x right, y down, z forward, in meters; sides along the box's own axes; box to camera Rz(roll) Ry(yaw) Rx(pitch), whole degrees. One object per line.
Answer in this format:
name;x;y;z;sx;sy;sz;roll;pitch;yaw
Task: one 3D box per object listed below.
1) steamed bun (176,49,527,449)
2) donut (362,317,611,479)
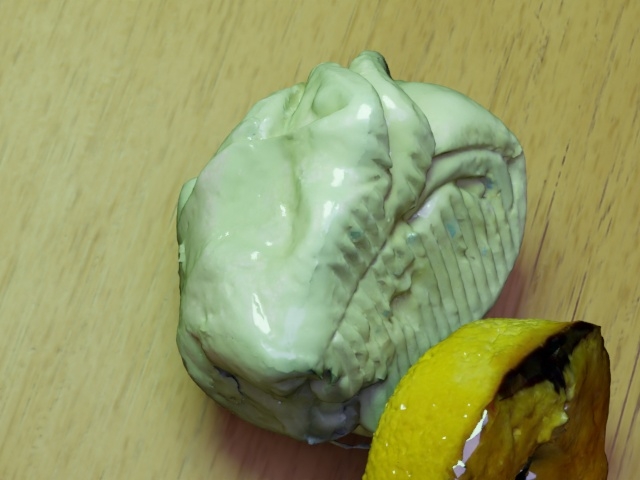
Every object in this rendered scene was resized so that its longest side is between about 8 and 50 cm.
steamed bun;0.000;0.000;1.431;0.207;0.268;0.280;19;91;34
donut;0.130;0.168;1.406;0.118;0.253;0.253;18;67;36
